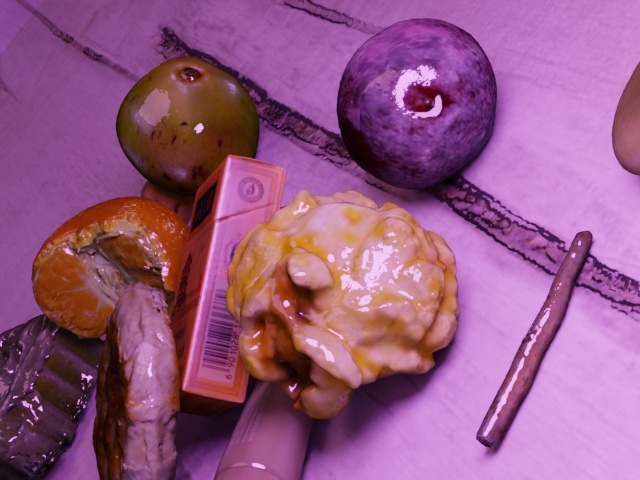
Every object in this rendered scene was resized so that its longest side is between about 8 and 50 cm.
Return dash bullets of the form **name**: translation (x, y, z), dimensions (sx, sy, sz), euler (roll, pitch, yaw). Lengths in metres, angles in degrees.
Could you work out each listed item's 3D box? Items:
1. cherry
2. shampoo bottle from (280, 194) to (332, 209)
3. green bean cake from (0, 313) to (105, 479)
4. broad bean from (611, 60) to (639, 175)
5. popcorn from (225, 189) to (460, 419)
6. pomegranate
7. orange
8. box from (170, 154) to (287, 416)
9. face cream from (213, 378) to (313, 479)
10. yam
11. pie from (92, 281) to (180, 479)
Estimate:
- **cherry**: translation (0.109, -0.153, 1.765), dimensions (0.195, 0.195, 0.195), euler (-38, 29, 26)
- **shampoo bottle**: translation (0.000, 0.000, 1.853), dimensions (0.127, 0.078, 0.257), euler (-52, 20, -17)
- **green bean cake**: translation (-0.421, 0.229, 2.202), dimensions (0.255, 0.132, 0.241), euler (-23, 34, 46)
- **broad bean**: translation (0.356, -0.168, 1.446), dimensions (0.263, 0.121, 0.189), euler (-41, 24, 25)
- **popcorn**: translation (0.022, 0.053, 1.623), dimensions (0.256, 0.195, 0.255), euler (5, 46, 26)
- **pomegranate**: translation (-0.187, -0.122, 2.211), dimensions (0.241, 0.190, 0.159), euler (-47, 51, 8)
- **orange**: translation (-0.256, 0.033, 2.117), dimensions (0.237, 0.179, 0.158), euler (-18, 25, 33)
- **box**: translation (-0.116, 0.057, 1.839), dimensions (0.174, 0.076, 0.274), euler (148, 134, -69)
- **face cream**: translation (-0.047, 0.188, 1.706), dimensions (0.137, 0.084, 0.341), euler (-43, 18, 35)
- **yam**: translation (0.200, 0.086, 1.475), dimensions (0.234, 0.029, 0.027), euler (-62, 16, -21)
- **pie**: translation (-0.211, 0.189, 1.808), dimensions (0.306, 0.071, 0.306), euler (180, 90, -72)
